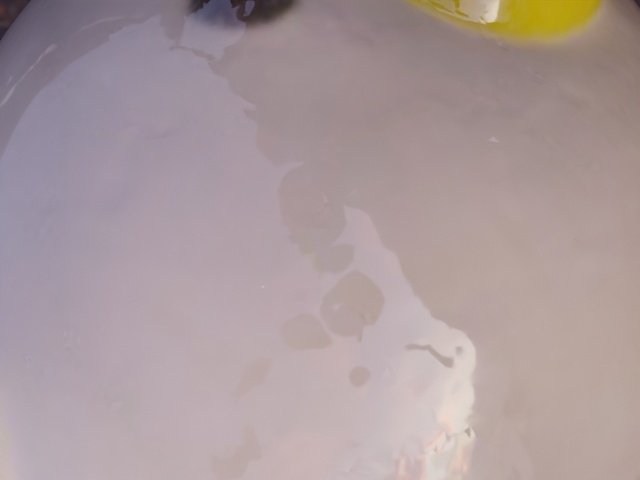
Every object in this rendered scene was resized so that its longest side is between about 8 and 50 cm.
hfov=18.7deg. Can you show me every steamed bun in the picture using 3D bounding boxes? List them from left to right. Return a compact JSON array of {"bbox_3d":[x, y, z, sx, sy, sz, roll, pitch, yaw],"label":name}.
[{"bbox_3d":[0.000,0.006,0.801,0.374,0.334,0.334,-85,17,-62],"label":"steamed bun"}]
